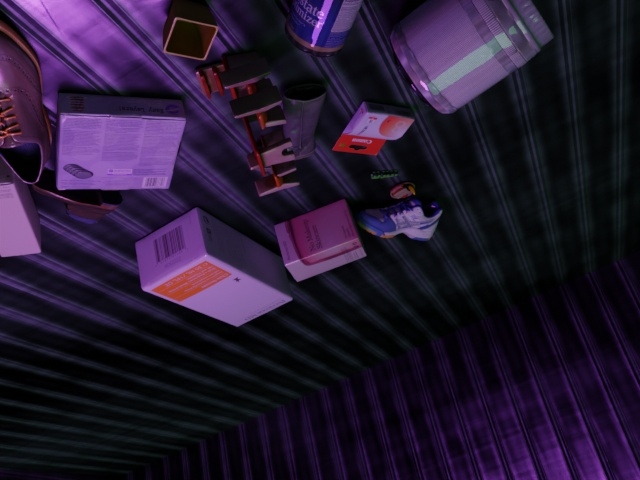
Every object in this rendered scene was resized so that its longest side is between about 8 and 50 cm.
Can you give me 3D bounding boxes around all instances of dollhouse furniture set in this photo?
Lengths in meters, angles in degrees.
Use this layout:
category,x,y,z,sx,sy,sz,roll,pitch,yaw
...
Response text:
category,x,y,z,sx,sy,sz,roll,pitch,yaw
dollhouse furniture set,-0.152,-0.248,1.278,0.135,0.259,0.262,-18,150,-4

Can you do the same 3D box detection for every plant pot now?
category,x,y,z,sx,sy,sz,roll,pitch,yaw
plant pot,-0.244,-0.394,1.161,0.081,0.083,0.081,2,145,-32

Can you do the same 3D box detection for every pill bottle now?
category,x,y,z,sx,sy,sz,roll,pitch,yaw
pill bottle,0.020,-0.456,1.159,0.123,0.123,0.219,-3,147,-24

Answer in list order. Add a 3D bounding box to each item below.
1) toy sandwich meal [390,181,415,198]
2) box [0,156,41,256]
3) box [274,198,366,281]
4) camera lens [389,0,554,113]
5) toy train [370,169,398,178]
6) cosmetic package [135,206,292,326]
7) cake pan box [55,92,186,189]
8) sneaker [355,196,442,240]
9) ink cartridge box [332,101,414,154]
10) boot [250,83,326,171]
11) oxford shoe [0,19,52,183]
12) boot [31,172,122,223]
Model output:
category,x,y,z,sx,sy,sz,roll,pitch,yaw
toy sandwich meal,0.247,-0.144,1.900,0.085,0.029,0.085,-13,150,-8
box,-0.701,-0.081,1.421,0.094,0.113,0.275,-8,148,-16
box,0.000,0.000,1.893,0.232,0.149,0.127,-21,150,5
camera lens,0.295,-0.408,1.286,0.274,0.219,0.219,-33,147,25
toy train,0.182,-0.186,1.809,0.083,0.017,0.024,-6,158,-20
cosmetic package,-0.301,0.095,1.882,0.230,0.161,0.453,-28,150,18
cake pan box,-0.437,-0.208,1.392,0.267,0.070,0.246,-3,150,-24
sneaker,0.243,-0.083,1.956,0.296,0.112,0.131,2,128,-34
ink cartridge box,0.132,-0.269,1.615,0.145,0.045,0.179,2,143,-29
boot,-0.079,-0.262,1.483,0.189,0.076,0.208,-24,160,-17
oxford shoe,-0.574,-0.250,1.177,0.130,0.133,0.364,-11,150,-10
boot,-0.588,-0.089,1.496,0.106,0.082,0.219,-39,146,29
